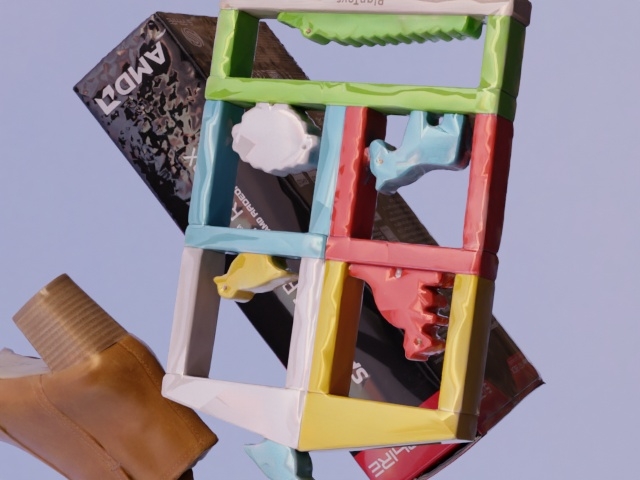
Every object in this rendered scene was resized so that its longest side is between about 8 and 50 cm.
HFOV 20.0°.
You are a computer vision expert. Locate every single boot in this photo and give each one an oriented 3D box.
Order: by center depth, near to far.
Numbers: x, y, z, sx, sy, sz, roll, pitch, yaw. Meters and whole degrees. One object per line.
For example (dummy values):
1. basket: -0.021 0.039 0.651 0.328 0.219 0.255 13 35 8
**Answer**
1. boot: -0.223 0.179 1.576 0.211 0.295 0.104 51 -138 4

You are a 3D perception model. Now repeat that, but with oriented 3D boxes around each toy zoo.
1. toy zoo: 0.010 0.002 1.033 0.030 0.192 0.293 16 -100 -61

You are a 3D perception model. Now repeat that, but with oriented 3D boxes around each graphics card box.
1. graphics card box: 0.000 0.000 1.337 0.371 0.094 0.233 53 -162 6
